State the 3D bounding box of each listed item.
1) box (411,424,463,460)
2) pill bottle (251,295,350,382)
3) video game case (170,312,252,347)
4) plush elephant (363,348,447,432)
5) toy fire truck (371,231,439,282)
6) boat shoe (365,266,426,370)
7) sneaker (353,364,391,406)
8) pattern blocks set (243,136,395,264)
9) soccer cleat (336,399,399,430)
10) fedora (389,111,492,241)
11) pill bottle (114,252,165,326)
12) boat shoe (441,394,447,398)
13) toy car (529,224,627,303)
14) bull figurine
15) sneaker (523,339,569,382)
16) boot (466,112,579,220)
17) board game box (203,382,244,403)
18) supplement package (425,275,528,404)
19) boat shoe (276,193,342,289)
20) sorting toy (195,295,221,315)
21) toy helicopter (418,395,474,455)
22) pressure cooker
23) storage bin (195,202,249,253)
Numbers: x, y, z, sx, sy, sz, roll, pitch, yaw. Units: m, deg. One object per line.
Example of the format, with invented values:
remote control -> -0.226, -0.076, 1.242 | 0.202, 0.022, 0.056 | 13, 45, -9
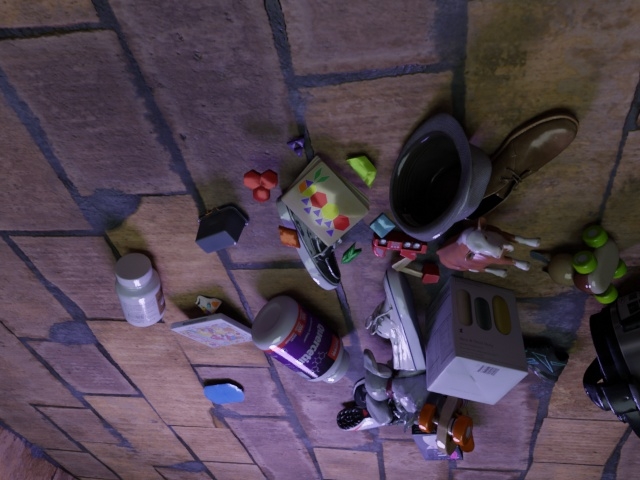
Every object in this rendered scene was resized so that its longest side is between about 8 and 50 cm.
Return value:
box -> 0.463, 0.752, 2.045 | 0.163, 0.142, 0.247 | -9, 135, 19
pill bottle -> -0.052, 0.325, 1.645 | 0.181, 0.182, 0.323 | -27, 127, 33
video game case -> -0.351, 0.308, 1.754 | 0.206, 0.026, 0.227 | -14, 148, 24
plush elephant -> 0.263, 0.468, 1.700 | 0.255, 0.330, 0.272 | 23, 120, 38
toy fire truck -> 0.226, 0.042, 1.375 | 0.191, 0.047, 0.135 | 7, 129, 2
boat shoe -> 0.202, 0.239, 1.515 | 0.156, 0.136, 0.367 | -11, 124, 15
sneaker -> 0.194, 0.572, 1.910 | 0.107, 0.124, 0.283 | 20, 137, -11
pattern blocks set -> 0.009, -0.093, 1.225 | 0.285, 0.026, 0.325 | -33, 109, 12
soccer cleat -> 0.222, 0.693, 2.070 | 0.318, 0.109, 0.116 | -21, 152, 26
fedora -> 0.264, -0.123, 1.095 | 0.124, 0.244, 0.275 | 3, 141, -28
pill bottle -> -0.550, 0.149, 1.580 | 0.131, 0.131, 0.229 | 9, 138, 1
boat shoe -> 0.456, 0.557, 1.868 | 0.335, 0.096, 0.112 | -18, 131, 27
toy car -> 0.633, 0.059, 1.307 | 0.155, 0.149, 0.188 | 44, 156, -28
bull figurine -> 0.389, 0.022, 1.228 | 0.188, 0.101, 0.310 | 14, 172, -6
sneaker -> 0.658, 0.347, 1.628 | 0.267, 0.101, 0.106 | 27, 113, -17
boot -> 0.413, -0.145, 1.106 | 0.112, 0.115, 0.305 | 33, 131, -22
board game box -> -0.394, 0.618, 2.136 | 0.168, 0.033, 0.133 | -12, 129, 15
supplement package -> 0.420, 0.276, 1.446 | 0.199, 0.263, 0.198 | 14, 137, -5
boat shoe -> 0.000, -0.003, 1.337 | 0.104, 0.113, 0.306 | -18, 116, 19
sorting toy -> -0.372, 0.213, 1.693 | 0.075, 0.045, 0.083 | 35, 135, 1
toy helicopter -> 0.450, 0.503, 1.630 | 0.140, 0.355, 0.235 | 8, 142, 36
pressure cooker -> 0.889, 0.315, 1.325 | 0.420, 0.376, 0.369 | -28, 129, 33
storage bin -> -0.268, -0.030, 1.367 | 0.135, 0.091, 0.098 | -18, 131, 26
